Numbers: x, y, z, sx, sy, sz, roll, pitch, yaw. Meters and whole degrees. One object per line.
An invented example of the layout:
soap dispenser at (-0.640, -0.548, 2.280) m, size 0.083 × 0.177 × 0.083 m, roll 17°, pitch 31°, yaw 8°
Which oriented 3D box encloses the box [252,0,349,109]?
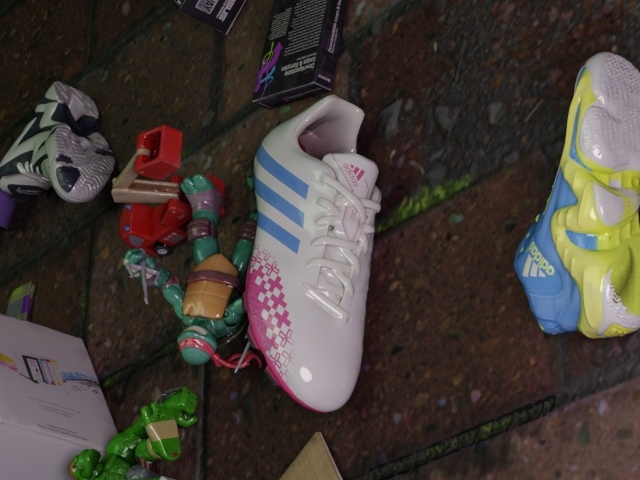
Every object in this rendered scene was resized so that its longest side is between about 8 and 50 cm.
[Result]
box at (-0.017, -0.229, 1.819) m, size 0.116 × 0.029 × 0.162 m, roll -10°, pitch 62°, yaw 52°

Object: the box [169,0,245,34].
box at (-0.139, -0.423, 2.051) m, size 0.242 × 0.076 × 0.307 m, roll -59°, pitch 35°, yaw 12°

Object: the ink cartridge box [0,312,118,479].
ink cartridge box at (-0.356, 0.218, 1.900) m, size 0.171 × 0.168 × 0.232 m, roll -56°, pitch 35°, yaw 17°

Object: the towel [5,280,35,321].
towel at (-0.392, 0.098, 2.161) m, size 0.060 × 0.009 × 0.083 m, roll -25°, pitch 52°, yaw 46°

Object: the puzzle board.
puzzle board at (-0.007, 0.254, 1.546) m, size 0.096 × 0.011 × 0.128 m, roll -54°, pitch 36°, yaw 21°

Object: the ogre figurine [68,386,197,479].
ogre figurine at (-0.200, 0.248, 1.735) m, size 0.118 × 0.097 × 0.197 m, roll -31°, pitch 46°, yaw 42°

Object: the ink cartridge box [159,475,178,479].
ink cartridge box at (-0.143, 0.363, 1.609) m, size 0.134 × 0.078 × 0.231 m, roll 28°, pitch 95°, yaw 56°

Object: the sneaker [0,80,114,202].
sneaker at (-0.346, -0.085, 2.128) m, size 0.153 × 0.094 × 0.235 m, roll -52°, pitch 37°, yaw 23°

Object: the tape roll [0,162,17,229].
tape roll at (-0.499, -0.081, 2.249) m, size 0.189 × 0.189 × 0.080 m, roll 10°, pitch 78°, yaw 55°

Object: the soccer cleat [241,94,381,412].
soccer cleat at (0.000, 0.000, 1.586) m, size 0.143 × 0.116 × 0.331 m, roll -40°, pitch 42°, yaw 35°

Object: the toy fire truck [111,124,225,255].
toy fire truck at (-0.181, -0.050, 1.845) m, size 0.192 × 0.135 × 0.047 m, roll -29°, pitch 49°, yaw 42°

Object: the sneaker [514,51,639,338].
sneaker at (0.204, -0.032, 1.350) m, size 0.126 × 0.091 × 0.240 m, roll -22°, pitch 55°, yaw 47°

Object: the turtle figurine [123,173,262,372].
turtle figurine at (-0.112, 0.041, 1.700) m, size 0.118 × 0.175 × 0.234 m, roll 93°, pitch -171°, yaw -56°
